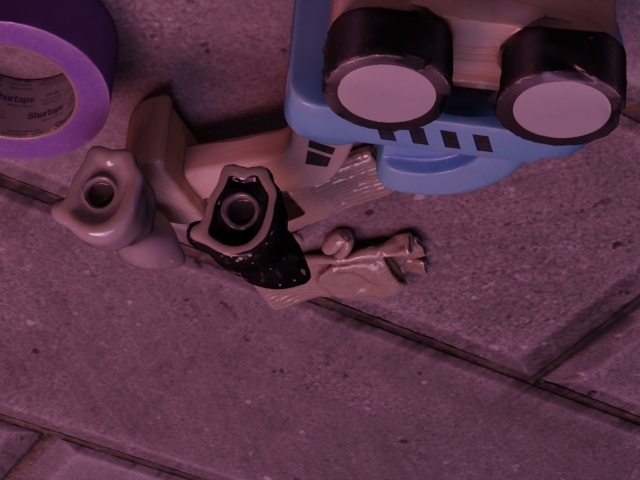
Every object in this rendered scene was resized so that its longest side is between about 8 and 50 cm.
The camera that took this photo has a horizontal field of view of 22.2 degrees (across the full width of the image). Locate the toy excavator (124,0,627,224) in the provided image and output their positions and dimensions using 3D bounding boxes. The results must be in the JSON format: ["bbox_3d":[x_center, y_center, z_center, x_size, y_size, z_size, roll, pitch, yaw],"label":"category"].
[{"bbox_3d":[0.037,-0.128,1.491,0.433,0.222,0.445,6,150,-4],"label":"toy excavator"}]

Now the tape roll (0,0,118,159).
[{"bbox_3d":[-0.287,-0.166,1.534,0.189,0.080,0.189,1,143,1],"label":"tape roll"}]

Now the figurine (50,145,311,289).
[{"bbox_3d":[-0.123,-0.006,1.551,0.215,0.092,0.209,8,165,13],"label":"figurine"}]

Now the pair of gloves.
[{"bbox_3d":[0.000,0.000,1.765,0.204,0.042,0.240,-10,141,14],"label":"pair of gloves"}]
